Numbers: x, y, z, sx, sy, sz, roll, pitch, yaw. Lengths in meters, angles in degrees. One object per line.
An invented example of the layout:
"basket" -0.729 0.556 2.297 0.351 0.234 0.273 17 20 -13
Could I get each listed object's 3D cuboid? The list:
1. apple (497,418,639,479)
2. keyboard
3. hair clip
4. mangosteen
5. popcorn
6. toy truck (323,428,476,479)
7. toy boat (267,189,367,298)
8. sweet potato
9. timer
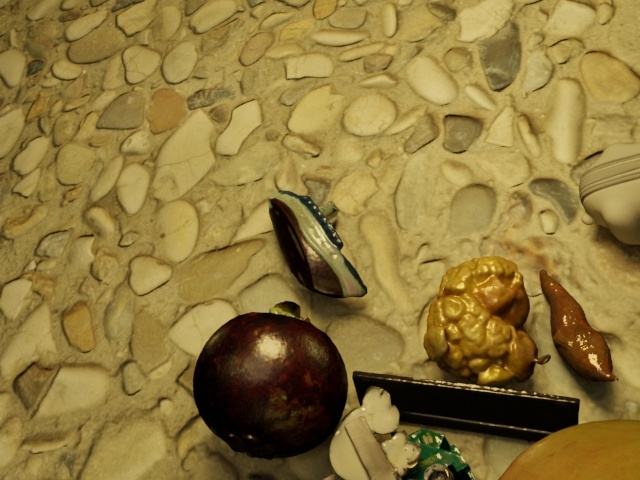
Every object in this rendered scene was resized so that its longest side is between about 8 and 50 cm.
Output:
"apple" 0.333 0.359 0.615 0.305 0.338 0.338 -19 55 -14
"keyboard" 0.198 0.237 0.861 0.309 0.101 0.018 2 37 22
"hair clip" 0.067 0.275 0.808 0.116 0.049 0.172 -28 29 -5
"mangosteen" -0.069 0.184 0.918 0.231 0.231 0.289 -8 39 15
"popcorn" 0.227 0.124 0.890 0.163 0.140 0.194 -10 69 5
"toy truck" 0.099 0.339 0.832 0.216 0.110 0.116 -29 43 3
"toy boat" 0.000 0.000 1.061 0.115 0.114 0.262 -10 51 -24
"sweet potato" 0.364 0.132 0.882 0.068 0.068 0.226 -21 39 7
"timer" 0.529 -0.085 0.852 0.315 0.291 0.291 -11 56 40
